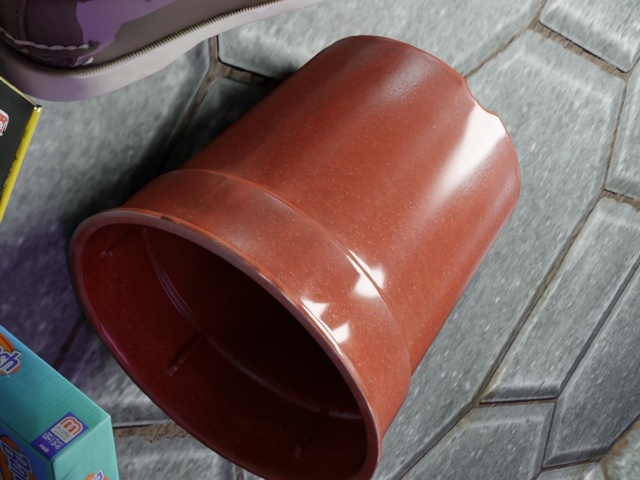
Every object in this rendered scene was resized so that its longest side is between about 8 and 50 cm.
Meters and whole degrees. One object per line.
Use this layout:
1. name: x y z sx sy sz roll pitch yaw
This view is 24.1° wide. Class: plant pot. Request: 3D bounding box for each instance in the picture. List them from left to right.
1. plant pot: 0.000 0.000 1.123 0.265 0.272 0.272 -49 155 -31

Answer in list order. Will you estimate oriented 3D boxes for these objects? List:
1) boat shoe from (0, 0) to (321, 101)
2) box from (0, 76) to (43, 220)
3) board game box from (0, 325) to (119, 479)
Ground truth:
1. boat shoe: -0.063 -0.198 0.924 0.324 0.116 0.097 -32 149 -30
2. box: -0.282 -0.014 0.719 0.257 0.079 0.322 -70 156 -11
3. board game box: -0.208 0.108 0.920 0.047 0.210 0.160 -39 150 -31
